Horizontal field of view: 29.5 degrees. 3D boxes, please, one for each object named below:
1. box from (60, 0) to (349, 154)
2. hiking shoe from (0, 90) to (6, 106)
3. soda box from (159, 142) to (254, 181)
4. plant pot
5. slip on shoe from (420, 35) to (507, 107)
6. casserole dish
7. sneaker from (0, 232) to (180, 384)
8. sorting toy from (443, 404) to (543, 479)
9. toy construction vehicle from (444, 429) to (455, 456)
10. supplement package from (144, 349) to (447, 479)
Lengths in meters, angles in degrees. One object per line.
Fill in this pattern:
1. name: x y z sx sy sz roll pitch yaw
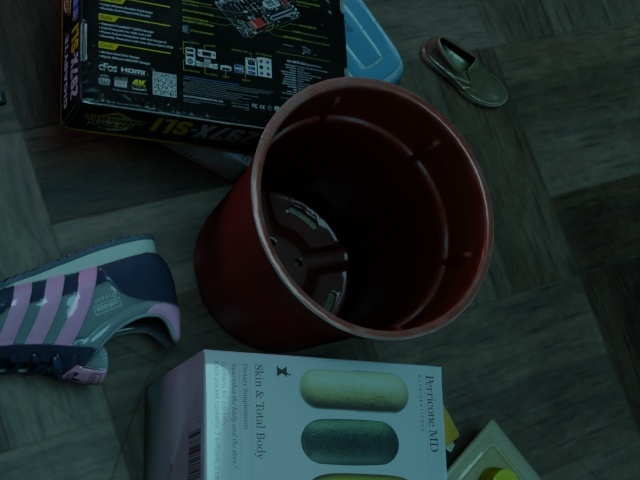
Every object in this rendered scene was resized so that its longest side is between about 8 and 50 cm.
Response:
1. box: -0.125 -0.234 1.367 0.322 0.079 0.257 5 68 -26
2. hiking shoe: -0.426 -0.078 1.022 0.304 0.132 0.113 -24 86 -30
3. soda box: -0.159 -0.140 1.398 0.183 0.063 0.058 28 63 -15
4. plant pot: 0.000 0.000 1.312 0.272 0.265 0.272 8 71 -25
5. slip on shoe: 0.197 -0.225 1.610 0.135 0.041 0.051 37 62 -11
6. casserole dish: 0.035 -0.254 1.546 0.114 0.037 0.188 -36 90 -31
7. sneaker: -0.283 0.100 1.234 0.319 0.112 0.131 -23 83 -28
8. sorting toy: 0.204 0.332 1.406 0.348 0.047 0.196 51 61 -10
9. toy construction vehicle: 0.115 0.256 1.422 0.098 0.035 0.086 36 65 -18
10. supplement package: -0.029 0.235 1.261 0.262 0.198 0.199 6 70 -24
